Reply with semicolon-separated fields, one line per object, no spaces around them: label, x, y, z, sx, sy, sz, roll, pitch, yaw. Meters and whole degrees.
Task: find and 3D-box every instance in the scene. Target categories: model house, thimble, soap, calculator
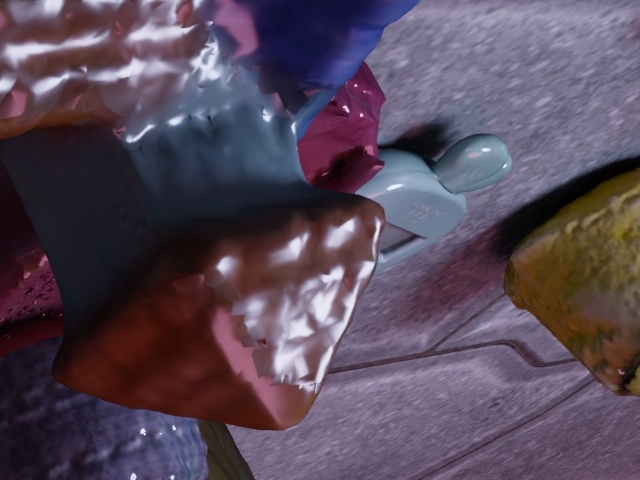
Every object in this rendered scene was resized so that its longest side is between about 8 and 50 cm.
model house;-0.081;-0.115;0.467;0.295;0.329;0.252;-10;160;-45
thimble;-0.134;0.109;1.039;0.150;0.097;0.150;-22;168;-5
soap;-0.108;-0.029;1.022;0.289;0.112;0.182;-29;160;12
calculator;0.000;0.000;1.359;0.295;0.042;0.184;-29;162;16

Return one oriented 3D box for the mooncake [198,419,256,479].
mooncake;-0.141;0.168;1.253;0.155;0.284;0.284;-36;161;9

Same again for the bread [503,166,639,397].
bread;0.258;0.034;1.601;0.197;0.170;0.197;-24;150;-15
